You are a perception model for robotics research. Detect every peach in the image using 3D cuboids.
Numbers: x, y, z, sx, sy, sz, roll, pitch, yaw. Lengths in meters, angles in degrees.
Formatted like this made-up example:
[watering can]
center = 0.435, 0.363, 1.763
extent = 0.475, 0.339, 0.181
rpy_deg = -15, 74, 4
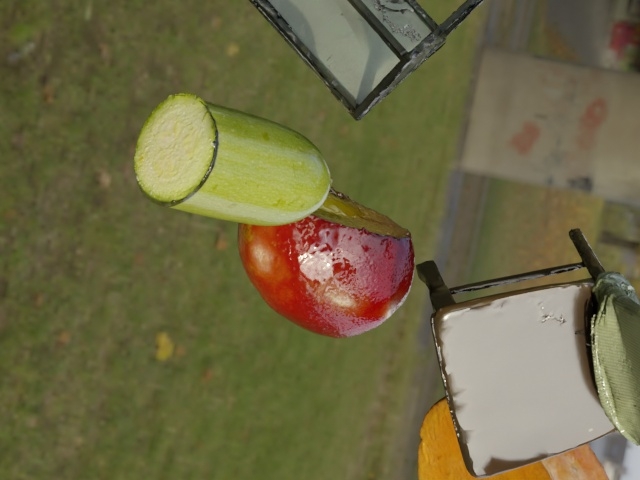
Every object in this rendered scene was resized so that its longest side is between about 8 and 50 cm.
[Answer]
[peach]
center = 0.000, 0.000, 2.402
extent = 0.338, 0.281, 0.281
rpy_deg = 57, 29, -22

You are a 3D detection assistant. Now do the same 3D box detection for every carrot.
[carrot]
center = 0.251, 0.326, 1.870
extent = 0.100, 0.258, 0.307
rpy_deg = -30, 100, -45

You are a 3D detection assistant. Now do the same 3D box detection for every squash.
[squash]
center = -0.085, -0.081, 1.655
extent = 0.247, 0.133, 0.132
rpy_deg = 15, 86, -47

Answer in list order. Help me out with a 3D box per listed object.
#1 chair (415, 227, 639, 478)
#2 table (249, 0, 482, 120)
[chair]
center = 0.193, 0.110, 1.150
extent = 0.319, 0.186, 0.160
rpy_deg = -106, -177, -73
[table]
center = 0.056, -0.406, 2.107
extent = 0.222, 0.335, 0.272
rpy_deg = -43, -179, -20
